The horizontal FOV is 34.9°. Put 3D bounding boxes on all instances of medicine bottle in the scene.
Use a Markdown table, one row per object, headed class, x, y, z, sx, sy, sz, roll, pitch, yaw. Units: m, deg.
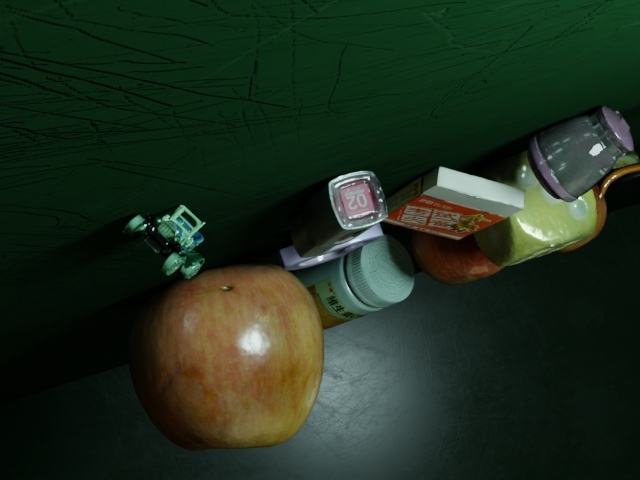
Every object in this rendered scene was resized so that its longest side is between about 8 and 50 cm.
| class | x | y | z | sx | sy | sz | roll | pitch | yaw |
| --- | --- | --- | --- | --- | --- | --- | --- | --- | --- |
| medicine bottle | 0.049 | 0.104 | 2.284 | 0.158 | 0.158 | 0.318 | -12 | 171 | -42 |

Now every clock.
| class | x | y | z | sx | sy | sz | roll | pitch | yaw |
| --- | --- | --- | --- | --- | --- | --- | --- | --- | --- |
| clock | 0.000 | 0.000 | 1.726 | 0.172 | 0.064 | 0.198 | -13 | 172 | -34 |

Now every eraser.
| class | x | y | z | sx | sy | sz | roll | pitch | yaw |
| --- | --- | --- | --- | --- | --- | --- | --- | --- | --- |
| eraser | 0.210 | -0.056 | 1.667 | 0.157 | 0.038 | 0.230 | 14 | 163 | -17 |

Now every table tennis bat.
| class | x | y | z | sx | sy | sz | roll | pitch | yaw |
| --- | --- | --- | --- | --- | --- | --- | --- | --- | --- |
| table tennis bat | 0.900 | -0.181 | 2.767 | 0.236 | 0.027 | 0.150 | -10 | 169 | -41 |

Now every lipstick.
| class | x | y | z | sx | sy | sz | roll | pitch | yaw |
| --- | --- | --- | --- | --- | --- | --- | --- | --- | --- |
| lipstick | 0.016 | -0.031 | 1.480 | 0.079 | 0.077 | 0.253 | -16 | 174 | -19 |

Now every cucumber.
| class | x | y | z | sx | sy | sz | roll | pitch | yaw |
| --- | --- | --- | --- | --- | --- | --- | --- | --- | --- |
| cucumber | 0.603 | -0.172 | 2.041 | 0.067 | 0.035 | 0.107 | -9 | 171 | 18 |

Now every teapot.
| class | x | y | z | sx | sy | sz | roll | pitch | yaw |
| --- | --- | --- | --- | --- | --- | --- | --- | --- | --- |
| teapot | 0.398 | -0.134 | 1.520 | 0.146 | 0.116 | 0.148 | -34 | 162 | 27 |

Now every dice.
| class | x | y | z | sx | sy | sz | roll | pitch | yaw |
| --- | --- | --- | --- | --- | --- | --- | --- | --- | --- |
| dice | 0.359 | -0.058 | 1.750 | 0.166 | 0.169 | 0.169 | -16 | 173 | -16 |

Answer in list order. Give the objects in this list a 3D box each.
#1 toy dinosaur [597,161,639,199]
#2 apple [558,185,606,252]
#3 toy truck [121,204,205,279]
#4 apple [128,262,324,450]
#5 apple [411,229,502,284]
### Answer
| class | x | y | z | sx | sy | sz | roll | pitch | yaw |
| --- | --- | --- | --- | --- | --- | --- | --- | --- | --- |
| toy dinosaur | 0.595 | -0.202 | 1.470 | 0.432 | 0.097 | 0.208 | -25 | 173 | -22 |
| apple | 0.542 | -0.054 | 2.277 | 0.201 | 0.162 | 0.201 | -18 | 171 | -3 |
| toy truck | -0.178 | -0.005 | 1.255 | 0.078 | 0.080 | 0.154 | -45 | 173 | -2 |
| apple | -0.176 | 0.231 | 1.956 | 0.391 | 0.347 | 0.391 | -12 | 175 | -1 |
| apple | 0.288 | -0.002 | 2.060 | 0.209 | 0.164 | 0.209 | -21 | -176 | 2 |
